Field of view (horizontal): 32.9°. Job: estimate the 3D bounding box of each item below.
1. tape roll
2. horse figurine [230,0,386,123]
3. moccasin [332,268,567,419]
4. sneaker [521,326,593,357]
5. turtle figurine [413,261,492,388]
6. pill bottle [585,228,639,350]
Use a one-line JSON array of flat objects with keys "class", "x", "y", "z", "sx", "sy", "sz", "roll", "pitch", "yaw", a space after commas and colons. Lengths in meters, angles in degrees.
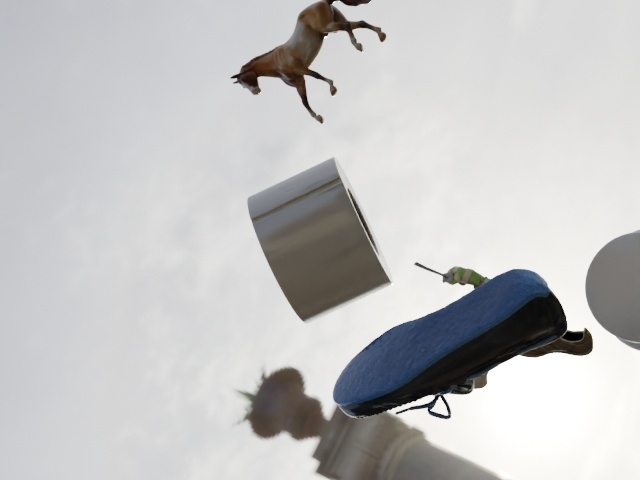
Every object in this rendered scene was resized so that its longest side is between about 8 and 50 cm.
[{"class": "tape roll", "x": 0.000, "y": 0.000, "z": 1.860, "sx": 0.169, "sy": 0.246, "sz": 0.246, "roll": -25, "pitch": -47, "yaw": 6}, {"class": "horse figurine", "x": -0.006, "y": -0.321, "z": 1.793, "sx": 0.263, "sy": 0.174, "sz": 0.066, "roll": -54, "pitch": -27, "yaw": 6}, {"class": "moccasin", "x": 0.172, "y": 0.168, "z": 1.442, "sx": 0.117, "sy": 0.342, "sz": 0.137, "roll": 44, "pitch": -146, "yaw": -27}, {"class": "sneaker", "x": 0.529, "y": 0.223, "z": 2.485, "sx": 0.066, "sy": 0.188, "sz": 0.071, "roll": -75, "pitch": -24, "yaw": -48}, {"class": "turtle figurine", "x": 0.267, "y": 0.159, "z": 2.067, "sx": 0.275, "sy": 0.198, "sz": 0.266, "roll": -24, "pitch": -34, "yaw": -22}, {"class": "pill bottle", "x": 0.580, "y": 0.086, "z": 1.806, "sx": 0.363, "sy": 0.210, "sz": 0.210, "roll": 11, "pitch": -83, "yaw": -57}]
